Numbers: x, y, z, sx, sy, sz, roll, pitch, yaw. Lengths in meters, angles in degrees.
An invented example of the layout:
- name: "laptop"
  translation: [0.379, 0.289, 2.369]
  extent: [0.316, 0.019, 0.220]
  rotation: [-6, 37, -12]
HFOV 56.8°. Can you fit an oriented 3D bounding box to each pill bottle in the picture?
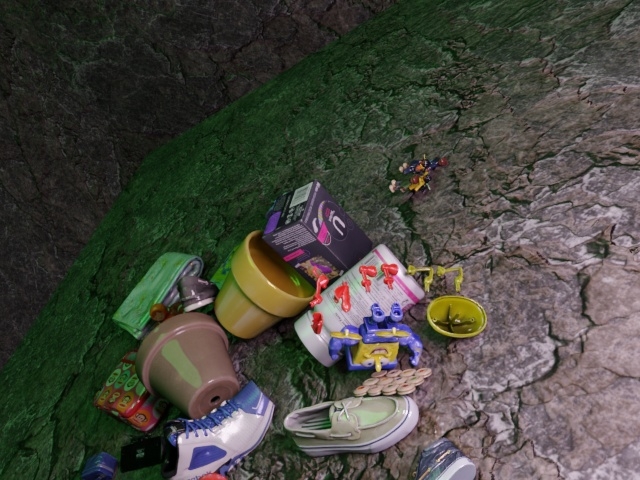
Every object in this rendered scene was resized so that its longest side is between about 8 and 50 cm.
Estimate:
- name: "pill bottle"
  translation: [0.087, 0.155, 1.382]
  extent: [0.283, 0.160, 0.160]
  rotation: [-40, 29, 7]

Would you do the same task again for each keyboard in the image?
- name: "keyboard"
  translation: [-0.500, 0.598, 1.689]
  extent: [0.192, 0.038, 0.100]
  rotation: [-23, 59, 31]

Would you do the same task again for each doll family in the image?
- name: "doll family"
  translation: [0.283, -0.191, 1.674]
  extent: [0.111, 0.076, 0.193]
  rotation: [-15, 37, 48]

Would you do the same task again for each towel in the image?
- name: "towel"
  translation: [-0.635, 0.201, 2.296]
  extent: [0.320, 0.090, 0.374]
  rotation: [8, 57, 54]

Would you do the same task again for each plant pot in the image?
- name: "plant pot"
  translation: [-0.336, 0.362, 1.592]
  extent: [0.263, 0.263, 0.229]
  rotation: [-47, 46, -4]
- name: "plant pot"
  translation: [-0.168, 0.141, 1.660]
  extent: [0.239, 0.254, 0.254]
  rotation: [-48, 25, 27]

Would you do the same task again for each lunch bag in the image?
- name: "lunch bag"
  translation: [-0.557, 0.449, 1.862]
  extent: [0.293, 0.120, 0.258]
  rotation: [-5, 44, 47]
- name: "lunch bag"
  translation: [-0.650, 0.673, 1.729]
  extent: [0.098, 0.067, 0.065]
  rotation: [-31, 31, 24]

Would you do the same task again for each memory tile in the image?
- name: "memory tile"
  translation: [0.148, 0.290, 1.220]
  extent: [0.148, 0.012, 0.113]
  rotation: [-15, 4, 40]

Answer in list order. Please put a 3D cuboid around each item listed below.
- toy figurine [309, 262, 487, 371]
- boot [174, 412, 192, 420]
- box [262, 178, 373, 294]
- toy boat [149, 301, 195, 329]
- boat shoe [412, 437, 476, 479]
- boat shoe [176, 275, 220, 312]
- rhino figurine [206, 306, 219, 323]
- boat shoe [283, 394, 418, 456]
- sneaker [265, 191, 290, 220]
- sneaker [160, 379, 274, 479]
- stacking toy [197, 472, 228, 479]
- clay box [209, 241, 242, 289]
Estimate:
- name: "toy figurine"
  translation: [0.139, 0.189, 1.266]
  extent: [0.217, 0.362, 0.191]
  rotation: [102, 161, -43]
- name: "boot"
  translation: [-0.379, 0.521, 1.611]
  extent: [0.121, 0.045, 0.099]
  rotation: [-44, 31, -14]
- name: "box"
  translation: [0.000, 0.000, 1.574]
  extent: [0.143, 0.270, 0.165]
  rotation: [-21, 37, 35]
- name: "toy boat"
  translation: [-0.509, 0.268, 1.988]
  extent: [0.151, 0.151, 0.231]
  rotation: [-51, 30, -11]
- name: "boat shoe"
  translation: [0.180, 0.428, 1.022]
  extent: [0.183, 0.065, 0.083]
  rotation: [-41, 26, -6]
- name: "boat shoe"
  translation: [-0.362, 0.148, 1.769]
  extent: [0.112, 0.095, 0.335]
  rotation: [-19, -1, -6]
- name: "rhino figurine"
  translation: [-0.278, 0.196, 1.873]
  extent: [0.243, 0.073, 0.106]
  rotation: [-28, 29, 30]
- name: "boat shoe"
  translation: [0.054, 0.374, 1.208]
  extent: [0.302, 0.094, 0.109]
  rotation: [-26, 34, 29]
- name: "sneaker"
  translation: [-0.146, -0.122, 2.140]
  extent: [0.144, 0.053, 0.059]
  rotation: [-43, 29, -15]
- name: "sneaker"
  translation: [-0.265, 0.461, 1.406]
  extent: [0.315, 0.182, 0.127]
  rotation: [-52, 32, -13]
- name: "stacking toy"
  translation: [-0.236, 0.632, 1.227]
  extent: [0.141, 0.141, 0.330]
  rotation: [-34, 24, 18]
- name: "clay box"
  translation: [-0.297, 0.104, 2.034]
  extent: [0.127, 0.053, 0.222]
  rotation: [5, 54, 54]
